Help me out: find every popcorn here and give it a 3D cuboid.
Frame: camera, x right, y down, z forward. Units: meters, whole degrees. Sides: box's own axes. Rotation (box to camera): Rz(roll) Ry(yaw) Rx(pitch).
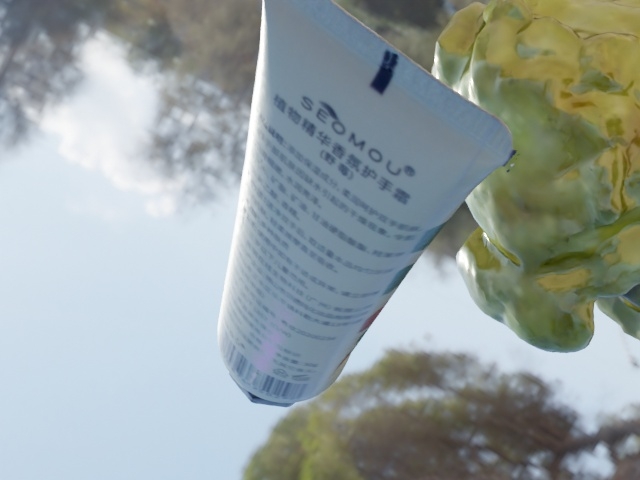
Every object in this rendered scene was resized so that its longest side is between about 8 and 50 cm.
[{"bbox_3d":[0.208,-0.066,0.981,0.250,0.242,0.235,-16,-140,-22],"label":"popcorn"}]

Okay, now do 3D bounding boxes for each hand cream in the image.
[{"bbox_3d":[0.000,0.000,0.544,0.095,0.059,0.276,38,155,8],"label":"hand cream"}]
